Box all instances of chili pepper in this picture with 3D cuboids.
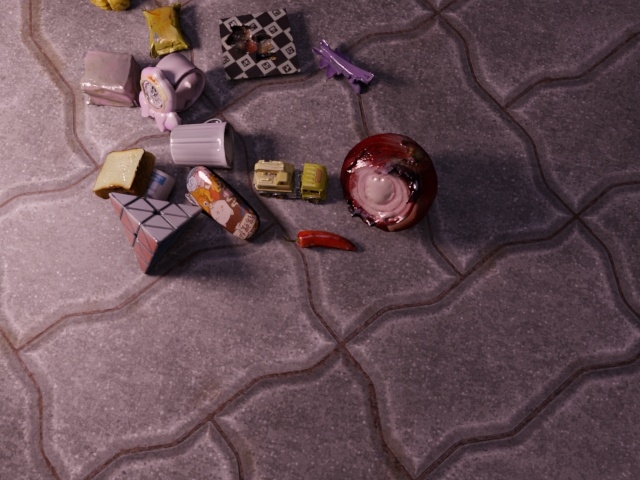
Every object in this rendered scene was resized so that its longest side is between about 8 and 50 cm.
[{"bbox_3d":[0.000,0.000,1.605,0.272,0.071,0.063,5,38,-5],"label":"chili pepper"}]

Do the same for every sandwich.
[{"bbox_3d":[-0.700,-0.238,1.594,0.215,0.065,0.186,-3,64,28],"label":"sandwich"}]

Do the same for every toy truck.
[{"bbox_3d":[-0.108,-0.224,1.606,0.272,0.157,0.124,7,77,1],"label":"toy truck"}]

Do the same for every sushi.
[{"bbox_3d":[-0.244,-0.765,1.780,0.292,0.059,0.293,-9,77,-3],"label":"sushi"}]

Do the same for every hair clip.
[{"bbox_3d":[0.086,-0.674,1.757,0.278,0.090,0.137,38,80,13],"label":"hair clip"}]

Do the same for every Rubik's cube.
[{"bbox_3d":[-0.562,-0.036,1.509,0.233,0.229,0.228,-9,67,15],"label":"Rubik's cube"}]

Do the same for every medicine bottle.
[{"bbox_3d":[-0.605,-0.167,1.610,0.105,0.105,0.168,24,78,4],"label":"medicine bottle"}]

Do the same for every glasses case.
[{"bbox_3d":[-0.349,-0.136,1.598,0.321,0.082,0.122,43,118,5],"label":"glasses case"}]

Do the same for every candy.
[{"bbox_3d":[-0.787,-0.607,1.695,0.195,0.137,0.184,6,77,-2],"label":"candy"}]

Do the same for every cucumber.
[{"bbox_3d":[-0.447,-0.128,1.640,0.034,0.033,0.135,-42,80,-6],"label":"cucumber"}]

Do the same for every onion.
[{"bbox_3d":[0.243,-0.216,1.536,0.341,0.341,0.341,0,77,-1],"label":"onion"}]

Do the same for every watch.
[{"bbox_3d":[-0.539,-0.557,1.673,0.211,0.248,0.217,41,53,9],"label":"watch"}]

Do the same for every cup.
[{"bbox_3d":[-0.426,-0.355,1.652,0.202,0.221,0.166,0,111,2],"label":"cup"}]

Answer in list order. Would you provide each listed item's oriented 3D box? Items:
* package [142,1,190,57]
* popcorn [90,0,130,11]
[{"bbox_3d":[-0.617,-0.841,1.775,0.168,0.090,0.226,-15,80,-2],"label":"package"},{"bbox_3d":[-0.851,-1.029,1.760,0.201,0.203,0.225,-1,59,-11],"label":"popcorn"}]
